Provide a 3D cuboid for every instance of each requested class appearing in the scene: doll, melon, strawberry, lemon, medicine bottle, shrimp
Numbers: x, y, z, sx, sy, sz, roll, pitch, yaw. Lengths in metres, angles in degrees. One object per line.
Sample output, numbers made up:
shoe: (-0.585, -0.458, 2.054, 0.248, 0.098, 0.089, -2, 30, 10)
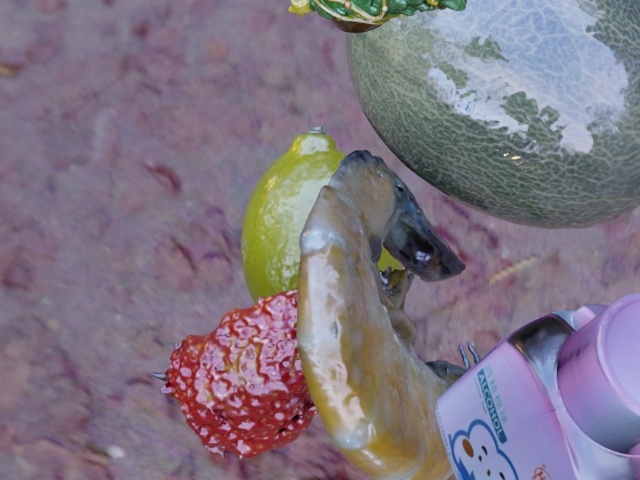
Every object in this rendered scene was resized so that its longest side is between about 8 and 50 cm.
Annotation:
doll: (0.038, -0.152, 0.841, 0.113, 0.078, 0.076, -33, 55, 9)
melon: (0.164, -0.142, 1.162, 0.302, 0.237, 0.237, 30, 81, 3)
strawberry: (-0.034, 0.133, 1.338, 0.228, 0.174, 0.098, -32, 50, 23)
lemon: (0.000, 0.000, 1.534, 0.184, 0.184, 0.248, -7, 107, 5)
medicine bottle: (0.153, 0.104, 0.817, 0.094, 0.188, 0.119, -11, 67, -26)
shrimp: (0.088, 0.084, 1.158, 0.085, 0.445, 0.272, -14, 67, 24)
